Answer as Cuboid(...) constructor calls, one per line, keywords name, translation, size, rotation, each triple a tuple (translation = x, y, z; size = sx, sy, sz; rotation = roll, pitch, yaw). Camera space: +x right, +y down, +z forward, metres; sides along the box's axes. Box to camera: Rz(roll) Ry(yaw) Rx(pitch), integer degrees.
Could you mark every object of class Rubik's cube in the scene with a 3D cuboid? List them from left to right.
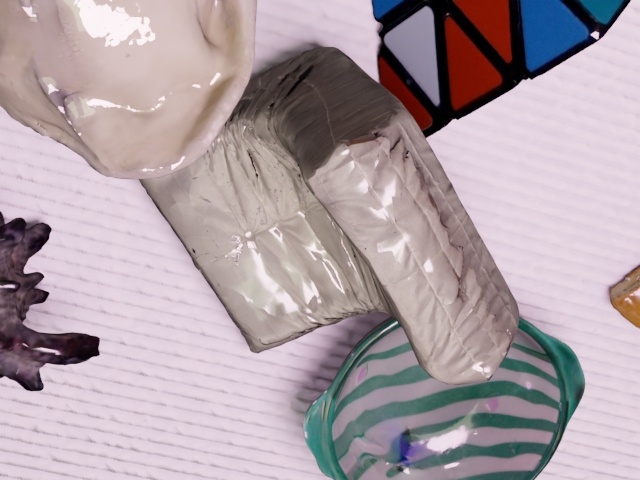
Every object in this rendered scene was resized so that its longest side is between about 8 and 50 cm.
Cuboid(name="Rubik's cube", translation=(0.113, -0.128, 1.035), size=(0.284, 0.250, 0.234), rotation=(17, 127, -24))

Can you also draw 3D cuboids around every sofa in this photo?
Cuboid(name="sofa", translation=(0.000, 0.000, 1.022), size=(0.176, 0.225, 0.210), rotation=(-32, 118, -2))

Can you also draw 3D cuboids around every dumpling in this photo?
Cuboid(name="dumpling", translation=(-0.138, -0.199, 0.944), size=(0.243, 0.187, 0.318), rotation=(-34, 93, -22))

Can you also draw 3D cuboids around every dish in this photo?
Cuboid(name="dish", translation=(0.094, 0.138, 1.181), size=(0.224, 0.078, 0.246), rotation=(-12, 114, -7))

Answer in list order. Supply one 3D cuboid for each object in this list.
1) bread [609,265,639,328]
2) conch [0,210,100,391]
Cuboid(name="bread", translation=(0.301, 0.040, 1.203), size=(0.136, 0.054, 0.154), rotation=(-7, 111, -7))
Cuboid(name="conch", translation=(-0.315, 0.076, 1.016), size=(0.313, 0.186, 0.240), rotation=(-22, 145, -23))
